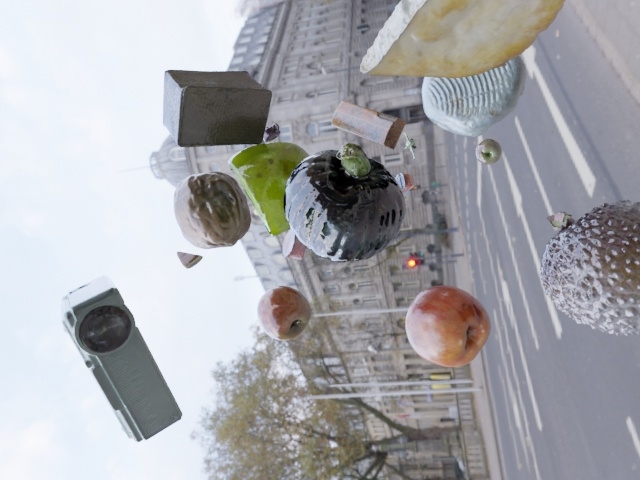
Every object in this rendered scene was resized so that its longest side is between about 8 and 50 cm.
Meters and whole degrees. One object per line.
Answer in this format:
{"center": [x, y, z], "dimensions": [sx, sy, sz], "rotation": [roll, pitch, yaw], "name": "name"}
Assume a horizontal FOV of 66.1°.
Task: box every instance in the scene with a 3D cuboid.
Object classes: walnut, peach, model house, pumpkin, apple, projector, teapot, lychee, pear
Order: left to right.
{"center": [-0.349, 0.199, 0.848], "dimensions": [0.192, 0.099, 0.256], "rotation": [6, 121, 60], "name": "projector"}
{"center": [-0.357, -0.096, 1.626], "dimensions": [0.273, 0.227, 0.273], "rotation": [-25, -90, -85], "name": "walnut"}
{"center": [-0.177, -0.384, 1.739], "dimensions": [0.068, 0.100, 0.045], "rotation": [-31, -94, -42], "name": "teapot"}
{"center": [-0.134, 0.257, 1.766], "dimensions": [0.174, 0.188, 0.188], "rotation": [42, 160, 40], "name": "apple"}
{"center": [-0.102, -0.165, 1.465], "dimensions": [0.139, 0.239, 0.288], "rotation": [28, 148, 61], "name": "pear"}
{"center": [0.066, -0.111, 1.146], "dimensions": [0.296, 0.296, 0.295], "rotation": [-7, -90, -78], "name": "pumpkin"}
{"center": [0.313, 0.213, 1.204], "dimensions": [0.209, 0.164, 0.209], "rotation": [-6, -80, -39], "name": "apple"}
{"center": [0.531, -0.281, 1.553], "dimensions": [0.083, 0.083, 0.083], "rotation": [-7, -90, -78], "name": "peach"}
{"center": [0.763, -0.069, 1.578], "dimensions": [0.083, 0.058, 0.057], "rotation": [-47, -33, -69], "name": "model house"}
{"center": [0.631, 0.055, 1.054], "dimensions": [0.300, 0.300, 0.300], "rotation": [-7, -90, -78], "name": "lychee"}

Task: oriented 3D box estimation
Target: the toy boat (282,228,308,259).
{"center": [0.000, 0.000, 1.950], "dimensions": [0.206, 0.282, 0.096], "rotation": [-64, 37, 37], "name": "toy boat"}

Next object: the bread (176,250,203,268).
{"center": [-0.503, 0.078, 1.879], "dimensions": [0.043, 0.109, 0.062], "rotation": [35, -118, -66], "name": "bread"}

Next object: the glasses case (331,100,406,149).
{"center": [0.119, -0.304, 1.277], "dimensions": [0.049, 0.218, 0.075], "rotation": [12, -74, -42], "name": "glasses case"}

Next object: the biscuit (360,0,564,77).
{"center": [0.373, -0.553, 1.206], "dimensions": [0.429, 0.446, 0.104], "rotation": [128, 135, -62], "name": "biscuit"}

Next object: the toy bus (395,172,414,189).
{"center": [0.363, -0.250, 2.241], "dimensions": [0.174, 0.077, 0.079], "rotation": [146, 116, -64], "name": "toy bus"}

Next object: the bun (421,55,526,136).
{"center": [0.511, -0.510, 1.669], "dimensions": [0.194, 0.355, 0.354], "rotation": [30, -126, -61], "name": "bun"}

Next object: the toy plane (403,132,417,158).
{"center": [0.332, -0.355, 1.816], "dimensions": [0.111, 0.040, 0.102], "rotation": [25, -140, -87], "name": "toy plane"}

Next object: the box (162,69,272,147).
{"center": [-0.302, -0.386, 1.430], "dimensions": [0.143, 0.273, 0.184], "rotation": [49, 136, 37], "name": "box"}
